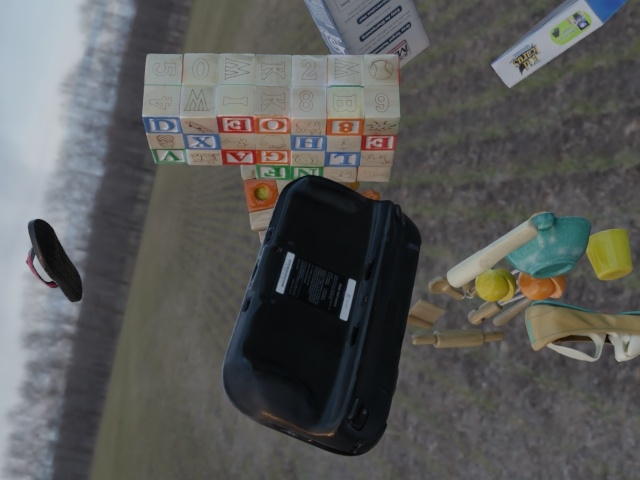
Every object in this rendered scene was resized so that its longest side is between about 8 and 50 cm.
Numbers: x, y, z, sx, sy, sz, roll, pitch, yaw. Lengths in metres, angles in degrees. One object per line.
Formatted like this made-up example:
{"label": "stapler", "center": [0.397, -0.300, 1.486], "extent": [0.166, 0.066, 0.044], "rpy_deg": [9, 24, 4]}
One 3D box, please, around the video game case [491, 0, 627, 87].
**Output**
{"label": "video game case", "center": [0.467, -0.408, 1.960], "extent": [0.269, 0.061, 0.244], "rpy_deg": [-42, 6, -37]}

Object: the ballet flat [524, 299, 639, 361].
{"label": "ballet flat", "center": [0.385, 0.131, 1.466], "extent": [0.080, 0.232, 0.073], "rpy_deg": [119, 155, -66]}

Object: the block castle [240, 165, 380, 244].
{"label": "block castle", "center": [0.000, 0.000, 1.844], "extent": [0.303, 0.213, 0.453], "rpy_deg": [86, 173, -84]}

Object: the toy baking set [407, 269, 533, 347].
{"label": "toy baking set", "center": [0.265, 0.111, 1.764], "extent": [0.196, 0.256, 0.030], "rpy_deg": [111, 154, -45]}

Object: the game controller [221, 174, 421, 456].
{"label": "game controller", "center": [0.009, 0.063, 1.094], "extent": [0.067, 0.167, 0.319], "rpy_deg": [111, 176, -47]}

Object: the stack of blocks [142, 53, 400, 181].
{"label": "stack of blocks", "center": [-0.057, -0.147, 1.324], "extent": [0.171, 0.297, 0.087], "rpy_deg": [94, 176, -68]}

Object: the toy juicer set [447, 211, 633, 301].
{"label": "toy juicer set", "center": [0.291, 0.016, 1.556], "extent": [0.209, 0.329, 0.089], "rpy_deg": [-26, 65, 35]}

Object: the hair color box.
{"label": "hair color box", "center": [0.066, -0.473, 2.072], "extent": [0.174, 0.347, 0.105], "rpy_deg": [-39, 41, -11]}

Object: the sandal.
{"label": "sandal", "center": [-0.360, 0.034, 1.435], "extent": [0.179, 0.040, 0.067], "rpy_deg": [79, -175, -61]}
